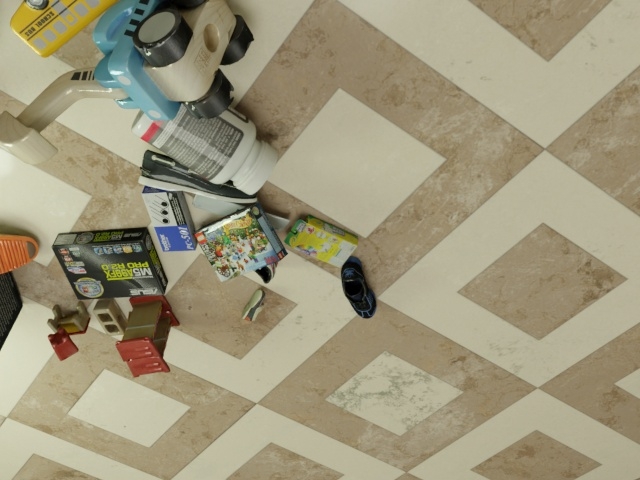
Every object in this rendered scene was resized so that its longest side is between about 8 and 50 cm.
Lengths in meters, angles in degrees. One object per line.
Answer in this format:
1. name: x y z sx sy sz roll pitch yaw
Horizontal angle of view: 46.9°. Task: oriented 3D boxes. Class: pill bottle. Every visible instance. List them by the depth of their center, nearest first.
1. pill bottle: -0.263 -0.242 1.728 0.318 0.176 0.176 32 126 -21

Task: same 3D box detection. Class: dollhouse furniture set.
1. dollhouse furniture set: -0.632 0.294 2.215 0.374 0.201 0.152 -8 130 11

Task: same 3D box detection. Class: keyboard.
1. keyboard: -0.211 -0.074 1.959 0.256 0.014 0.072 16 148 -14

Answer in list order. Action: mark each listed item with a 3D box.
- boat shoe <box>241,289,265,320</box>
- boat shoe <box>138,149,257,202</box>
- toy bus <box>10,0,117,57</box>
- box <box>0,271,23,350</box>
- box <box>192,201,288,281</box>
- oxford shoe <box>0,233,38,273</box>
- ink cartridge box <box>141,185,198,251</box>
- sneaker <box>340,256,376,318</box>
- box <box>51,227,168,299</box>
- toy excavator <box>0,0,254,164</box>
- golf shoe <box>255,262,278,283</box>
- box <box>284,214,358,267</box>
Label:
1. boat shoe: -0.190 0.195 2.194 0.043 0.049 0.137 21 132 -17
2. boat shoe: -0.298 -0.158 1.852 0.303 0.114 0.091 9 99 -21
3. toy bus: -0.504 -0.529 1.539 0.333 0.108 0.130 -27 124 25
4. box: -1.067 0.242 2.073 0.294 0.395 0.212 3 131 1
5. box: -0.216 0.008 1.960 0.233 0.044 0.159 -21 105 38
6. oxford shoe: -0.980 0.019 2.065 0.364 0.132 0.130 -5 123 -15
7. ink cartridge box: -0.402 -0.061 1.986 0.097 0.046 0.207 -2 131 8
8. sneaker: 0.106 0.157 2.107 0.081 0.090 0.232 -12 129 14
9. box: -0.596 0.069 2.107 0.270 0.060 0.216 -3 131 8
10. toy excavator: -0.416 -0.349 1.532 0.445 0.433 0.222 4 153 28
11. golf shoe: -0.174 0.037 2.028 0.067 0.086 0.186 -19 126 21
12. box: 0.000 0.000 2.011 0.179 0.043 0.105 23 130 -18
